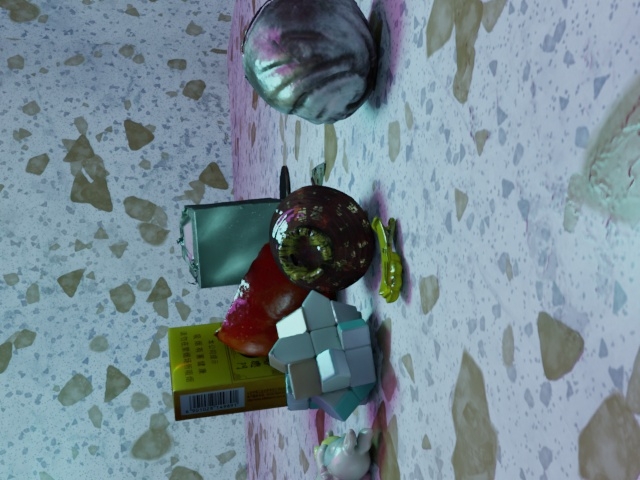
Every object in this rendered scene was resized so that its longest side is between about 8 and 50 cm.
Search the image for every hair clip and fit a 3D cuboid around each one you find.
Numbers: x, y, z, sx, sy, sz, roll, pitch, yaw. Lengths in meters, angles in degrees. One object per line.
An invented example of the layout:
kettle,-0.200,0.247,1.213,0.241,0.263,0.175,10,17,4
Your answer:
hair clip,0.130,0.041,1.431,0.072,0.046,0.173,108,160,-59

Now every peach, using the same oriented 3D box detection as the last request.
peach,-0.131,0.152,1.892,0.281,0.338,0.281,-25,-90,-84

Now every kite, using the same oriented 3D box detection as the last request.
kite,-0.006,-0.124,2.076,0.250,0.012,0.229,-106,20,-45

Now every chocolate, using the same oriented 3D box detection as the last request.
chocolate,0.008,-0.367,1.551,0.213,0.303,0.303,54,148,31

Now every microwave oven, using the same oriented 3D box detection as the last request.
microwave oven,-0.268,-0.003,2.345,0.432,0.374,0.237,-165,70,-75

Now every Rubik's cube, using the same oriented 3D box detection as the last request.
Rubik's cube,0.004,0.252,1.564,0.213,0.224,0.265,94,170,-60

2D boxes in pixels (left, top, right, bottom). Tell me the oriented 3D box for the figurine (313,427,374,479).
figurine,0.053,0.478,1.604,0.155,0.127,0.236,-99,19,-71

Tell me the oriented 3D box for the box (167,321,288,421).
box,-0.190,0.328,1.971,0.264,0.415,0.116,-113,22,-57

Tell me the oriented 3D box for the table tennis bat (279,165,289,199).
table tennis bat,-0.120,-0.138,2.526,0.154,0.021,0.274,102,164,-46

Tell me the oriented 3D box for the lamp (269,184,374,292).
lamp,0.000,0.000,1.591,0.247,0.246,0.247,180,90,-76
